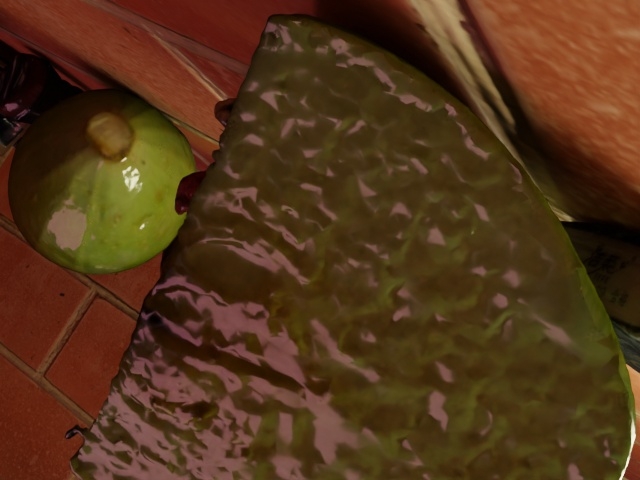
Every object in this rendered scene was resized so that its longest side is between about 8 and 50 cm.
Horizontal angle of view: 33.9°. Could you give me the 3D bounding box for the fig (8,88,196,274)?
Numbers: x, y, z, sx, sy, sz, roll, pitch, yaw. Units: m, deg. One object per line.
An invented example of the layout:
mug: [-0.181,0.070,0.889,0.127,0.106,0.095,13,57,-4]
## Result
fig: [-0.229,-0.069,1.155,0.207,0.207,0.230,35,141,-30]

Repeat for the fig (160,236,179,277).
fig: [-0.085,0.048,1.280,0.224,0.224,0.263,30,162,26]

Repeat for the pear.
pear: [0.038,0.047,0.518,0.239,0.288,0.139,32,-150,7]

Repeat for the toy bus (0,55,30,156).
toy bus: [-0.515,-0.216,1.584,0.139,0.157,0.289,35,175,-29]

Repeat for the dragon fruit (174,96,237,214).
dragon fruit: [0.000,0.000,0.699,0.211,0.134,0.262,35,175,5]

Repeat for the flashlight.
flashlight: [-0.318,-0.161,1.400,0.232,0.093,0.093,29,178,-44]

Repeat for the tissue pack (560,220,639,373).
tissue pack: [0.185,0.051,0.522,0.156,0.051,0.112,34,176,-23]
